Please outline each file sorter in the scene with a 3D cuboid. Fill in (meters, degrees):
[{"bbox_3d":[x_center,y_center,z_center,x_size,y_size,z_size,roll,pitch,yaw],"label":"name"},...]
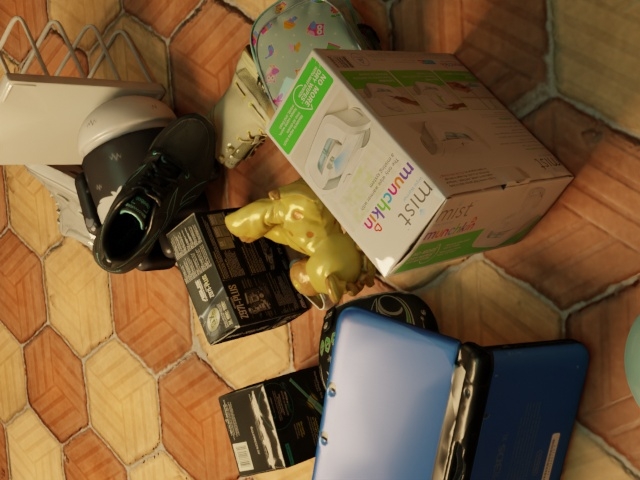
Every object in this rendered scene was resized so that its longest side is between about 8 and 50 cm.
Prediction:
[{"bbox_3d":[-0.443,-0.251,1.490,0.193,0.278,0.173,-46,62,37],"label":"file sorter"}]

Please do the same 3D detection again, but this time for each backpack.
[{"bbox_3d":[-0.006,-0.238,1.175,0.166,0.144,0.188,-29,65,14],"label":"backpack"}]

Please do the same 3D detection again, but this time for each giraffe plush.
[{"bbox_3d":[0.000,0.000,1.208,0.210,0.181,0.170,-24,93,59],"label":"giraffe plush"}]

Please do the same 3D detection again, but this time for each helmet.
[{"bbox_3d":[0.082,0.161,1.162,0.169,0.170,0.161,-33,61,40],"label":"helmet"}]

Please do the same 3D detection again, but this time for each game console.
[{"bbox_3d":[0.149,0.231,1.082,0.173,0.250,0.292,35,120,55],"label":"game console"}]

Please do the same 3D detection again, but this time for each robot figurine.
[{"bbox_3d":[-0.278,-0.093,1.435,0.173,0.209,0.278,138,113,-70],"label":"robot figurine"}]

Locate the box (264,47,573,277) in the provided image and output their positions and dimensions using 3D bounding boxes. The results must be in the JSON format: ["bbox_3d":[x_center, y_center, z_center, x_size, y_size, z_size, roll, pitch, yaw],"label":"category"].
[{"bbox_3d":[0.117,-0.099,1.015,0.231,0.262,0.126,51,127,23],"label":"box"}]

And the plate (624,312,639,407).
[{"bbox_3d":[0.408,0.139,0.950,0.188,0.024,0.188,7,100,41],"label":"plate"}]

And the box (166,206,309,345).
[{"bbox_3d":[-0.121,0.047,1.329,0.078,0.147,0.180,-33,75,40],"label":"box"}]

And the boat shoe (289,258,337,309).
[{"bbox_3d":[-0.017,0.065,1.314,0.100,0.035,0.035,50,126,24],"label":"boat shoe"}]

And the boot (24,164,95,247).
[{"bbox_3d":[-0.471,-0.072,1.659,0.258,0.095,0.123,27,107,35],"label":"boot"}]

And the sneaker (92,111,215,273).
[{"bbox_3d":[-0.231,-0.065,1.290,0.101,0.106,0.267,31,86,-6],"label":"sneaker"}]

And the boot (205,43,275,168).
[{"bbox_3d":[-0.086,-0.156,1.313,0.165,0.077,0.213,-50,59,35],"label":"boot"}]

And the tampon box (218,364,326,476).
[{"bbox_3d":[-0.041,0.250,1.280,0.101,0.161,0.120,-23,80,42],"label":"tampon box"}]
